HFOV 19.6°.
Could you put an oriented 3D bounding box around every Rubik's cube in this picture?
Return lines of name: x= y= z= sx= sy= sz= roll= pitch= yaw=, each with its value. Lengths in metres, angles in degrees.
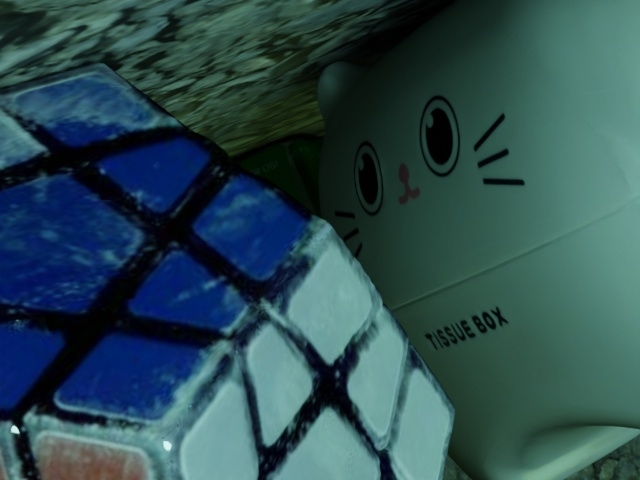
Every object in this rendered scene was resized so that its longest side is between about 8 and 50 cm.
Rubik's cube: x=-0.106 y=0.091 z=0.725 sx=0.319 sy=0.319 sz=0.264 roll=-19 pitch=141 yaw=-23

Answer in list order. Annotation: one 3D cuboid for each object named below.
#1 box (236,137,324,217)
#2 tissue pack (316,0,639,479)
box: x=-0.045 y=0.008 z=1.253 sx=0.180 sy=0.103 sz=0.250 roll=-23 pitch=176 yaw=14
tissue pack: x=0.143 y=-0.030 z=0.852 sx=0.229 sy=0.236 sz=0.333 roll=-29 pitch=180 yaw=-25
